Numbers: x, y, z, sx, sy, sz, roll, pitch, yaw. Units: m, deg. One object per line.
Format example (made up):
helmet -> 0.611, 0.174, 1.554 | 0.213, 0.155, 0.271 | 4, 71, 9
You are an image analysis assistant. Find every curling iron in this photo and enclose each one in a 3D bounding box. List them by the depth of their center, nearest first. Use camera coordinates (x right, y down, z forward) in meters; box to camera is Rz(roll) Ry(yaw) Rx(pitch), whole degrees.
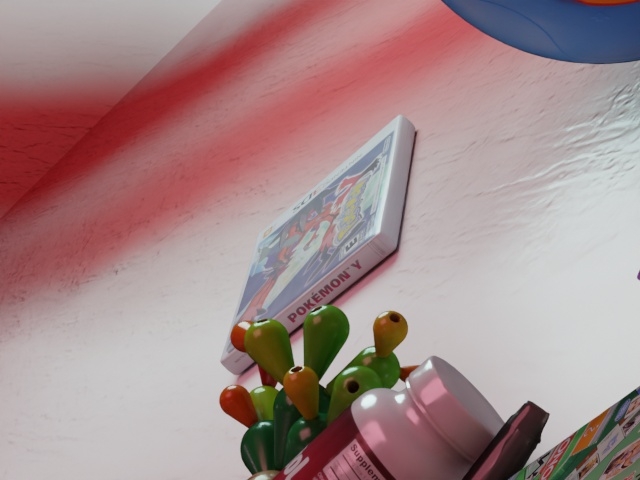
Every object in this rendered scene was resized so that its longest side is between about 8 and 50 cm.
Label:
curling iron -> 0.037, 0.196, 0.797 | 0.274, 0.035, 0.068 | -53, 14, -13

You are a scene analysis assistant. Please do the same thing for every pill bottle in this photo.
pill bottle -> 0.027, 0.135, 0.869 | 0.152, 0.086, 0.086 | -44, 17, 11

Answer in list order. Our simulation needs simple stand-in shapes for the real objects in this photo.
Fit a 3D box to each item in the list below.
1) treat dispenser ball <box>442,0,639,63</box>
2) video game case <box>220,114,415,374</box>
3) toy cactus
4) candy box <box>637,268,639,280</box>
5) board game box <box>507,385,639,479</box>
treat dispenser ball -> 0.175, -0.255, 1.013 | 0.288, 0.288, 0.288 | -43, 18, 17
video game case -> 0.000, 0.000, 1.340 | 0.183, 0.023, 0.201 | -40, 19, 27
toy cactus -> -0.011, 0.130, 0.998 | 0.219, 0.112, 0.181 | -7, 63, 62
candy box -> 0.223, -0.082, 0.737 | 0.196, 0.070, 0.165 | 99, -162, -54
board game box -> 0.091, 0.139, 0.601 | 0.213, 0.046, 0.317 | -42, 0, 30
